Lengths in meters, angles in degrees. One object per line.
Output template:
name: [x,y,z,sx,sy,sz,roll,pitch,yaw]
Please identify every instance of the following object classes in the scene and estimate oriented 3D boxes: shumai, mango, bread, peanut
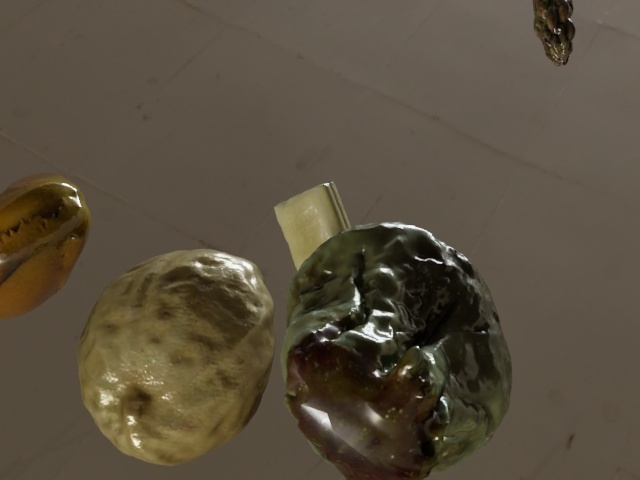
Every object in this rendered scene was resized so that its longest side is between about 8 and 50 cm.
shumai: [0.086,0.176,1.087,0.324,0.323,0.397,-25,-92,18]
mango: [-0.365,0.011,0.940,0.136,0.236,0.166,47,-149,-9]
bread: [0.001,0.000,1.328,0.060,0.139,0.178,-21,-88,-46]
peanut: [-0.103,0.081,0.561,0.141,0.109,0.159,-9,-120,27]

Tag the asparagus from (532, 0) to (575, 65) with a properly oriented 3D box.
asparagus: [0.132,-0.204,0.421,0.024,0.025,0.248,14,-108,-14]
